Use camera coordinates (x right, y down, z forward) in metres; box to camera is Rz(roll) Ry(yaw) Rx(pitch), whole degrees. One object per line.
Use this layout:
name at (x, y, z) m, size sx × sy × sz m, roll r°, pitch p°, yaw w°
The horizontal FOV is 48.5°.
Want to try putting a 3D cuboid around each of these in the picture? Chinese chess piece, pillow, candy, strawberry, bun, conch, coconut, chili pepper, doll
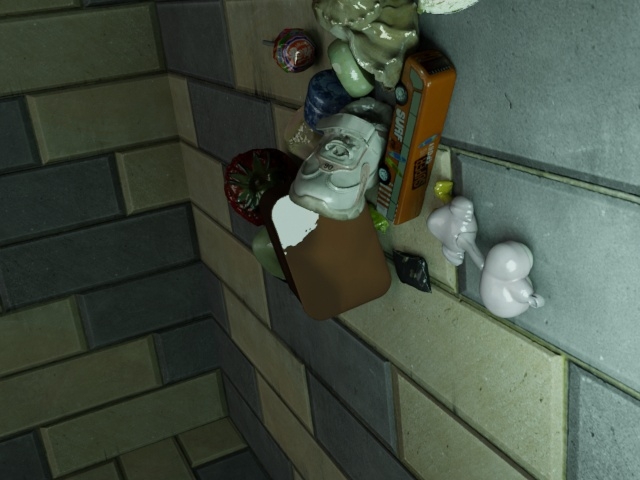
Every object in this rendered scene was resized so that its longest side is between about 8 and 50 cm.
Chinese chess piece at (0.071, -0.400, 1.638) m, size 0.144 × 0.059 × 0.144 m, roll 51°, pitch -155°, yaw -35°
pillow at (0.220, 0.071, 1.702) m, size 0.150 × 0.048 × 0.090 m, roll -161°, pitch 66°, yaw -68°
candy at (-0.111, -0.549, 2.023) m, size 0.365 × 0.124 × 0.124 m, roll -137°, pitch 38°, yaw -64°
strawberry at (-0.175, -0.163, 2.251) m, size 0.288 × 0.239 × 0.250 m, roll 0°, pitch -87°, yaw -85°
bun at (-0.060, 0.024, 2.147) m, size 0.283 × 0.179 × 0.283 m, roll 23°, pitch 154°, yaw 12°
conch at (0.118, -0.431, 1.453) m, size 0.186 × 0.324 × 0.263 m, roll -23°, pitch 72°, yaw 23°
coconut at (-0.008, -0.276, 1.897) m, size 0.147 × 0.153 × 0.147 m, roll -40°, pitch 34°, yaw 34°
chili pepper at (0.124, -0.076, 1.852) m, size 0.049 × 0.043 × 0.208 m, roll 48°, pitch 179°, yaw -32°
doll at (0.311, 0.021, 1.393) m, size 0.365 × 0.094 × 0.160 m, roll 50°, pitch 145°, yaw 46°

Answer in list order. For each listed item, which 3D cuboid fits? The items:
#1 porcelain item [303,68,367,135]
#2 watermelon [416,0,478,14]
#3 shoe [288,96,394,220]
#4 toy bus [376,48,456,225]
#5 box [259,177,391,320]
porcelain item at (0.037, -0.339, 1.739) m, size 0.147 × 0.147 × 0.114 m, roll 60°, pitch 151°, yaw 32°
watermelon at (0.243, -0.535, 1.161) m, size 0.128 × 0.159 × 0.303 m, roll -85°, pitch -4°, yaw -53°
shoe at (0.050, -0.195, 1.598) m, size 0.172 × 0.351 × 0.198 m, roll 20°, pitch 125°, yaw 11°
toy bus at (0.196, -0.210, 1.520) m, size 0.092 × 0.093 × 0.408 m, roll 48°, pitch 148°, yaw 33°
box at (0.000, 0.000, 1.861) m, size 0.229 × 0.240 × 0.339 m, roll -147°, pitch 36°, yaw -70°
